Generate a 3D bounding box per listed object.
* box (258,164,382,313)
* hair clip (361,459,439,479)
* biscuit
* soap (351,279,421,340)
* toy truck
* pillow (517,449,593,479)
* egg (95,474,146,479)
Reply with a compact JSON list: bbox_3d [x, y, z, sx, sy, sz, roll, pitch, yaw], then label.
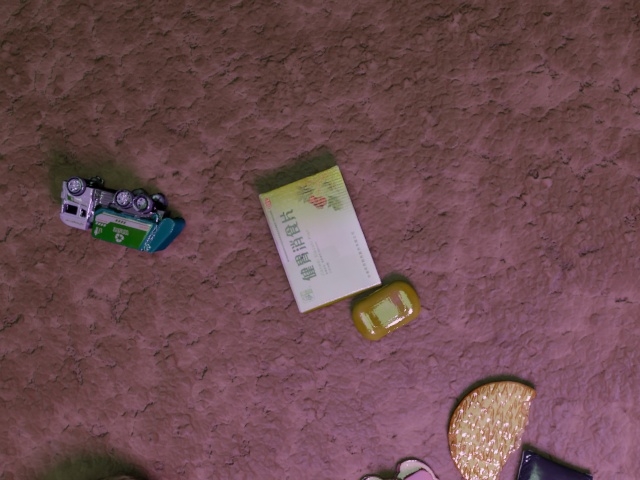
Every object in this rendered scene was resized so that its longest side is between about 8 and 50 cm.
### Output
[{"bbox_3d":[0.000,-0.001,1.839,0.175,0.062,0.260,-21,82,3],"label":"box"},{"bbox_3d":[0.155,0.497,1.775,0.138,0.102,0.123,-27,81,-31],"label":"hair clip"},{"bbox_3d":[0.324,0.373,1.771,0.144,0.033,0.224,21,85,10],"label":"biscuit"},{"bbox_3d":[0.132,0.140,1.815,0.140,0.045,0.089,-30,78,3],"label":"soap"},{"bbox_3d":[-0.410,-0.056,1.867,0.253,0.114,0.124,13,95,8],"label":"toy truck"},{"bbox_3d":[0.422,0.522,1.730,0.141,0.055,0.208,21,86,2],"label":"pillow"},{"bbox_3d":[-0.395,0.551,1.739,0.245,0.203,0.203,3,83,3],"label":"egg"}]
